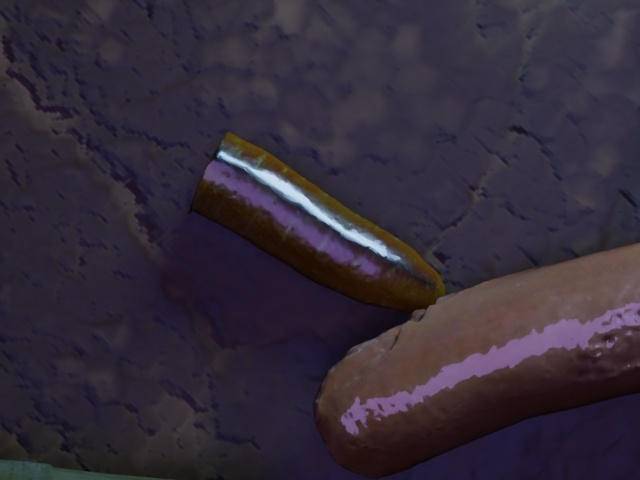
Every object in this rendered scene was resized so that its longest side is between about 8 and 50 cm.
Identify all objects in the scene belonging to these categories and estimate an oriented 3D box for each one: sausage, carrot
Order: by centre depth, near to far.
[{"bbox_3d":[0.155,0.044,0.778,0.326,0.079,0.087,-14,105,5],"label":"sausage"},{"bbox_3d":[0.000,0.000,0.807,0.139,0.048,0.048,32,94,2],"label":"carrot"}]

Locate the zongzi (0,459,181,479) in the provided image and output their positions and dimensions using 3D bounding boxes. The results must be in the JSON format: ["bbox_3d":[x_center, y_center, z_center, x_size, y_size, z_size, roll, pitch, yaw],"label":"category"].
[{"bbox_3d":[-0.165,0.243,0.773,0.250,0.125,0.274,5,80,6],"label":"zongzi"}]
